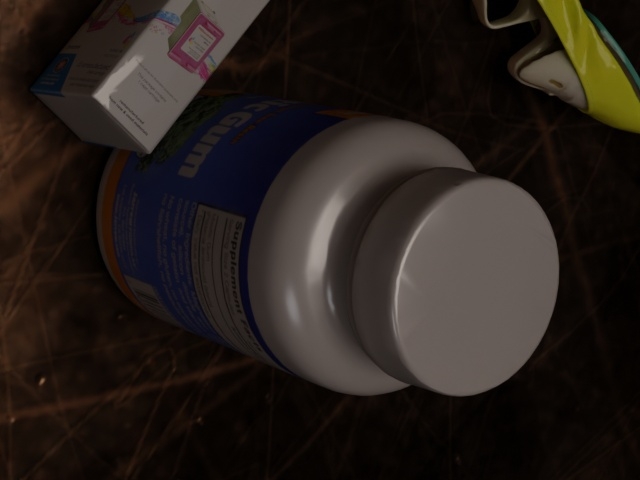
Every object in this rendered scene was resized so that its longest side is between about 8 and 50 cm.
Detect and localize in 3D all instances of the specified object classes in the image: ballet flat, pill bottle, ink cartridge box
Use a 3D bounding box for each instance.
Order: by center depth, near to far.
[{"bbox_3d":[0.000,0.000,0.864,0.152,0.272,0.152,-8,104,-35],"label":"pill bottle"},{"bbox_3d":[-0.097,-0.115,0.885,0.052,0.088,0.122,47,71,-30],"label":"ink cartridge box"},{"bbox_3d":[0.156,-0.155,1.082,0.077,0.077,0.231,-33,116,-3],"label":"ballet flat"}]
